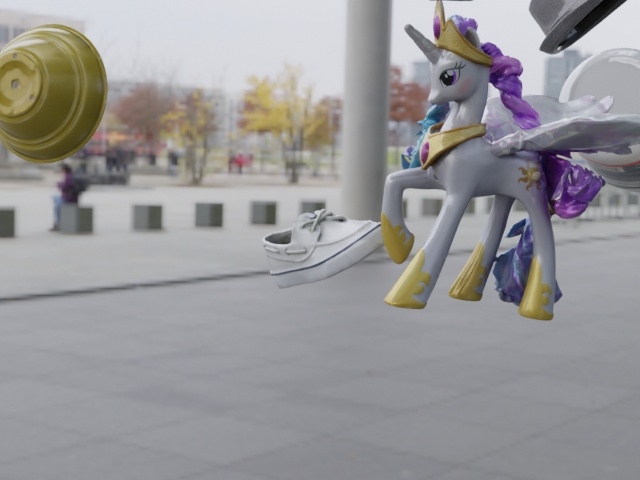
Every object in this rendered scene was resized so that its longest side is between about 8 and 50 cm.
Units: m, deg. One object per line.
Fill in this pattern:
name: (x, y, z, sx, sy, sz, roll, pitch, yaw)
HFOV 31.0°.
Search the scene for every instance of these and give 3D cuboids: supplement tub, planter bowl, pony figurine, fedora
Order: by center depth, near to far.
pony figurine: (0.240, -0.092, 1.426, 0.351, 0.363, 0.303, 6, 8, -19)
planter bowl: (-0.437, -0.228, 1.738, 0.217, 0.217, 0.090, 3, -1, 21)
supplement tub: (0.514, -0.190, 1.912, 0.191, 0.191, 0.272, 4, -9, 25)
fedora: (0.506, -0.485, 2.214, 0.275, 0.124, 0.244, -41, -9, 20)

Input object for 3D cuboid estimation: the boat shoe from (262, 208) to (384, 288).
boat shoe: (0.000, 0.000, 1.594, 0.096, 0.088, 0.267, -32, 7, -27)
